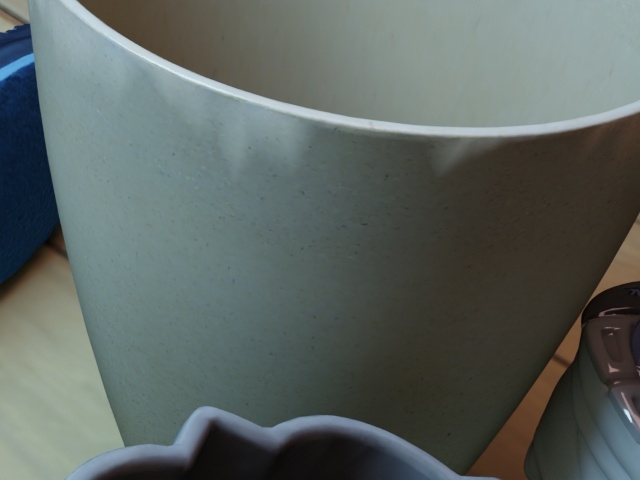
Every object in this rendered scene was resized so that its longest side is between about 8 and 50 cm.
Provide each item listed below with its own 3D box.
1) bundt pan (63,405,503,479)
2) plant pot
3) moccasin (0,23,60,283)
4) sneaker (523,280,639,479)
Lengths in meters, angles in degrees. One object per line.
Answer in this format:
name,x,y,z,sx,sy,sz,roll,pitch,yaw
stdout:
bundt pan,0.020,0.211,0.484,0.331,0.124,0.331,31,29,-19
plant pot,0.000,0.000,0.712,0.257,0.274,0.256,7,36,-5
moccasin,-0.223,-0.023,0.809,0.117,0.137,0.342,21,36,21
sneaker,0.169,0.162,0.681,0.111,0.129,0.297,-4,56,-23
